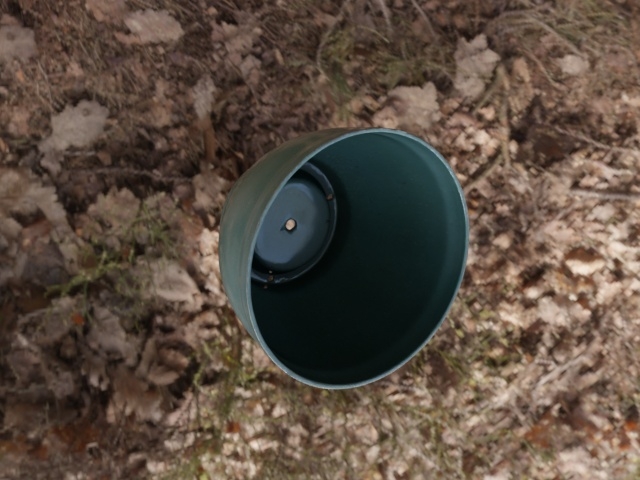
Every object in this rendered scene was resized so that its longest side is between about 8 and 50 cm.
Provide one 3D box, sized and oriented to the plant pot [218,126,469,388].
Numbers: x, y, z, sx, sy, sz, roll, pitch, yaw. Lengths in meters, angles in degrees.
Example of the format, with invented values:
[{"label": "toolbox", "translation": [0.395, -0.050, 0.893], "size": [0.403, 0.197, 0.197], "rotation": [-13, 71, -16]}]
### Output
[{"label": "plant pot", "translation": [0.000, 0.000, 0.992], "size": [0.293, 0.196, 0.293], "rotation": [-10, 110, -30]}]
